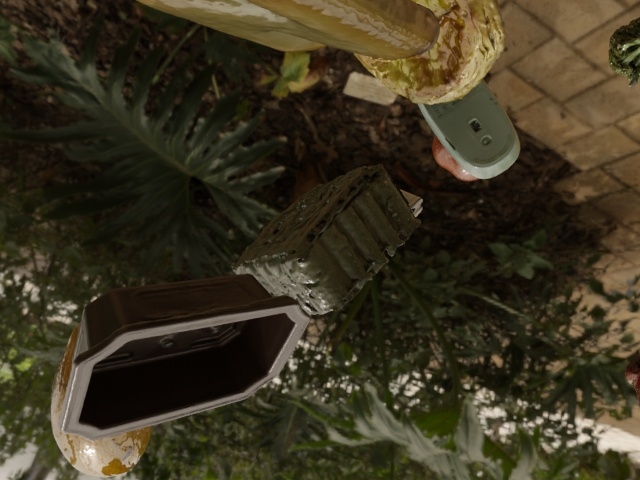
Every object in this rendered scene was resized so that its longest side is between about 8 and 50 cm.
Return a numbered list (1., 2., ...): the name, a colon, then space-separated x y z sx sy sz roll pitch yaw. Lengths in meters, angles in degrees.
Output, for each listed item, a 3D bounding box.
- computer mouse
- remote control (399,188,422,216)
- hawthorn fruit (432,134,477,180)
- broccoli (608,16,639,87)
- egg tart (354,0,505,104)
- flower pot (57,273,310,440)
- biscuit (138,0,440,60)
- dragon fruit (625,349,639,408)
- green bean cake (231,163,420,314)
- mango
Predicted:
1. computer mouse: 0.352 -0.282 1.390 0.288 0.159 0.097 55 -170 5
2. remote control: 0.135 -0.025 1.468 0.103 0.277 0.055 28 150 34
3. hawthorn fruit: 0.405 -0.267 1.517 0.197 0.196 0.225 17 148 -2
4. broccoli: 0.684 -0.409 1.253 0.131 0.130 0.120 -27 177 2
5. egg tart: 0.179 -0.396 1.029 0.341 0.132 0.341 32 155 17
6. flower pot: -0.147 0.107 0.617 0.251 0.084 0.178 -6 137 -38
7. biscuit: -0.038 -0.238 0.590 0.237 0.062 0.291 15 -170 34
8. dragon fruit: 0.393 0.163 0.607 0.136 0.166 0.133 9 135 19
9. green bean cake: 0.000 0.000 0.941 0.132 0.241 0.255 51 154 -18
10. mango: -0.283 0.206 0.743 0.109 0.157 0.262 -3 134 -2
